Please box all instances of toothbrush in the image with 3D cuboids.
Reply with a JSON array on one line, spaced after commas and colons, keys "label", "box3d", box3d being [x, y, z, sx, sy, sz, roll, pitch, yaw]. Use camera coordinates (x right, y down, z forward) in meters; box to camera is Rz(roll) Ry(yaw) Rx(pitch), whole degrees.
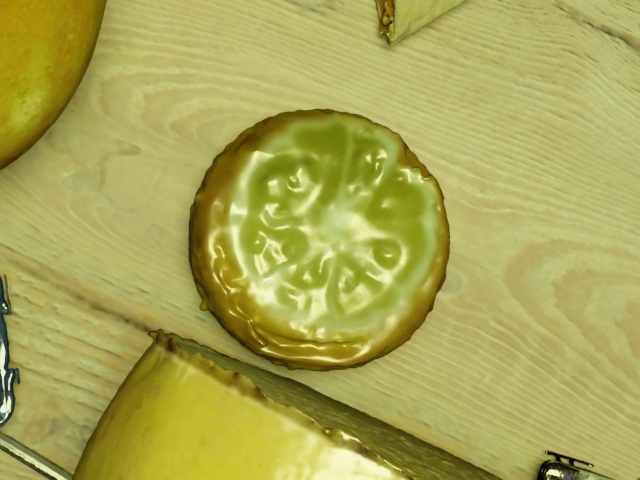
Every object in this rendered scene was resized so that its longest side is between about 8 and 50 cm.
[{"label": "toothbrush", "box3d": [-0.308, 0.194, 0.878, 0.288, 0.024, 0.026, 34, 71, -4]}]

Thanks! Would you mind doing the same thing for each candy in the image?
[{"label": "candy", "box3d": [0.000, 0.000, 0.874, 0.259, 0.118, 0.260, 0, 89, -10]}]

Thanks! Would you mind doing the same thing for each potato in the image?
[{"label": "potato", "box3d": [-0.005, 0.292, 0.722, 0.442, 0.385, 0.320, 29, 82, -5]}]

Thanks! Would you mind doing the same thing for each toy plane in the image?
[{"label": "toy plane", "box3d": [0.290, 0.260, 0.925, 0.197, 0.078, 0.054, 20, 84, -21]}]

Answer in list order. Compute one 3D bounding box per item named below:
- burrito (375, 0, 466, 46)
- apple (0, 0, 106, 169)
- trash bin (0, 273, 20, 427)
[{"label": "burrito", "box3d": [0.158, -0.331, 0.909, 0.299, 0.105, 0.143, -32, 97, -8]}, {"label": "apple", "box3d": [-0.360, -0.215, 0.692, 0.383, 0.374, 0.375, 8, 88, -21]}, {"label": "trash bin", "box3d": [-0.349, 0.075, 0.759, 0.162, 0.234, 0.184, -7, 79, -16]}]
